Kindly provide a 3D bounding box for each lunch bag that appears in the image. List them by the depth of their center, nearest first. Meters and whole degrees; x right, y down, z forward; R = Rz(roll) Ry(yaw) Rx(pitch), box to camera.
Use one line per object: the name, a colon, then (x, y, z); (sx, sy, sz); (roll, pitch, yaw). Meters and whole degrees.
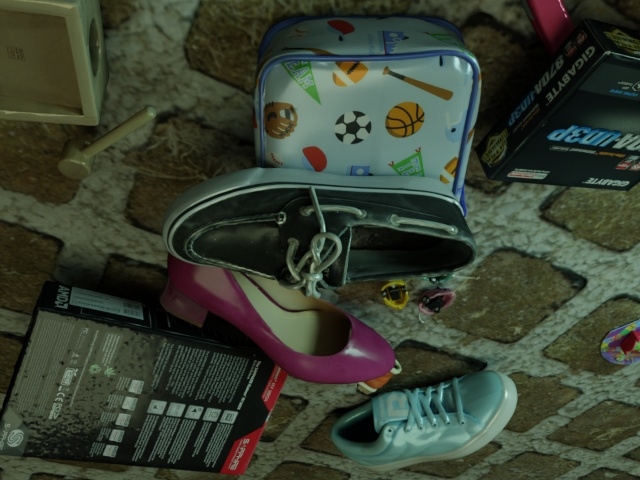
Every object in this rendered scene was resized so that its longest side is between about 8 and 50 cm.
lunch bag: (0.050, -0.088, 0.595); (0.243, 0.114, 0.303); (-3, 132, -4)

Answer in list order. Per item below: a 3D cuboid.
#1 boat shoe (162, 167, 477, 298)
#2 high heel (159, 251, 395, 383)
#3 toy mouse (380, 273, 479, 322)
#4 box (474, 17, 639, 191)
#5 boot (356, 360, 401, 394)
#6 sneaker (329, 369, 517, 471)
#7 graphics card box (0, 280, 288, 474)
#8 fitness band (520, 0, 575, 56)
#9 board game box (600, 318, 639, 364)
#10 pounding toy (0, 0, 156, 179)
boat shoe: (0.000, 0.003, 0.522); (0.307, 0.104, 0.113); (1, 130, -11)
high heel: (-0.032, 0.095, 0.739); (0.378, 0.127, 0.181); (19, 138, -16)
toy mouse: (0.164, 0.065, 0.795); (0.143, 0.031, 0.161); (-19, 131, 14)
box: (0.305, -0.128, 0.560); (0.221, 0.051, 0.175); (2, 147, -23)
boot: (0.075, 0.206, 0.908); (0.085, 0.059, 0.158); (-33, 135, 20)
sneaker: (0.173, 0.329, 0.972); (0.366, 0.135, 0.150); (-36, 129, 25)
graphics card box: (-0.251, 0.218, 0.790); (0.371, 0.094, 0.232); (17, 105, -27)
fitness band: (0.295, -0.264, 0.486); (0.209, 0.054, 0.291); (-31, 129, 23)
board game box: (0.587, 0.182, 0.933); (0.169, 0.033, 0.133); (-31, 128, 22)
pounding toy: (-0.253, -0.163, 0.522); (0.181, 0.094, 0.206); (2, 142, -12)
